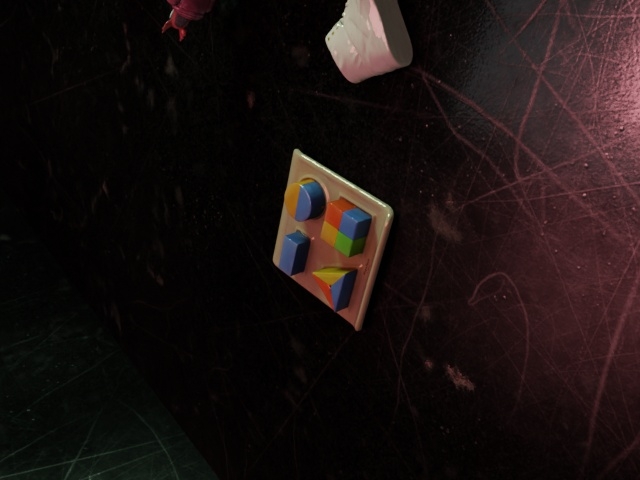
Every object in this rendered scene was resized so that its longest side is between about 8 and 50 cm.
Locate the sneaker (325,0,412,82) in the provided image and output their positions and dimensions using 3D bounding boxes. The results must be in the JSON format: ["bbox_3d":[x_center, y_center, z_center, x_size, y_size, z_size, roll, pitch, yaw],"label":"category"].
[{"bbox_3d":[0.063,-0.458,1.316,0.169,0.108,0.292,-11,95,48],"label":"sneaker"}]

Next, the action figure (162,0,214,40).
[{"bbox_3d":[-0.273,-0.637,1.581,0.276,0.248,0.370,39,122,28],"label":"action figure"}]

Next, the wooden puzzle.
[{"bbox_3d":[0.000,0.000,1.560,0.348,0.081,0.322,38,129,37],"label":"wooden puzzle"}]
